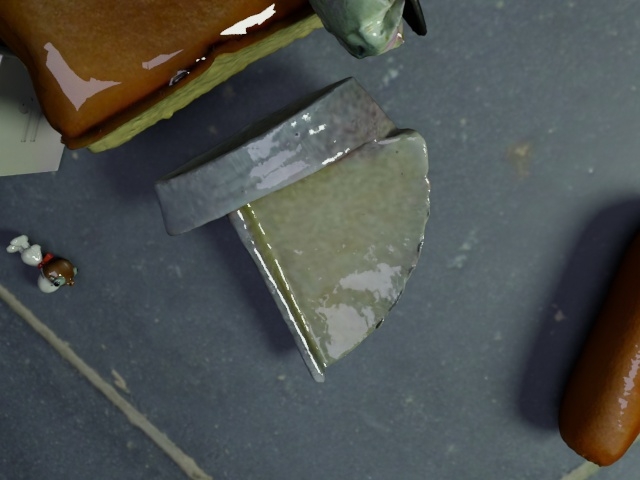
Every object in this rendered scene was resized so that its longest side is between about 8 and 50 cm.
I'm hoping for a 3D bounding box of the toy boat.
[{"bbox_3d":[-0.003,-0.031,0.644,0.276,0.111,0.293,-41,107,14],"label":"toy boat"}]

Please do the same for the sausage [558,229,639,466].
[{"bbox_3d":[0.335,0.105,0.626,0.083,0.089,0.300,17,105,11],"label":"sausage"}]

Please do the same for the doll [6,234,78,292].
[{"bbox_3d":[-0.346,0.028,0.730,0.058,0.040,0.085,-26,99,23],"label":"doll"}]

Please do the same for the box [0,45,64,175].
[{"bbox_3d":[-0.333,-0.141,0.638,0.051,0.130,0.129,25,105,7],"label":"box"}]

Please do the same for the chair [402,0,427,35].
[{"bbox_3d":[0.197,-0.371,0.462,0.401,0.226,0.226,-31,97,14],"label":"chair"}]

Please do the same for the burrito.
[{"bbox_3d":[-0.028,-0.280,0.453,0.066,0.096,0.309,-32,102,10],"label":"burrito"}]

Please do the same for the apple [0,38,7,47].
[{"bbox_3d":[-0.425,-0.194,0.633,0.147,0.146,0.163,20,129,3],"label":"apple"}]

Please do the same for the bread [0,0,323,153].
[{"bbox_3d":[-0.175,-0.290,0.541,0.324,0.143,0.333,-35,97,-6],"label":"bread"}]
